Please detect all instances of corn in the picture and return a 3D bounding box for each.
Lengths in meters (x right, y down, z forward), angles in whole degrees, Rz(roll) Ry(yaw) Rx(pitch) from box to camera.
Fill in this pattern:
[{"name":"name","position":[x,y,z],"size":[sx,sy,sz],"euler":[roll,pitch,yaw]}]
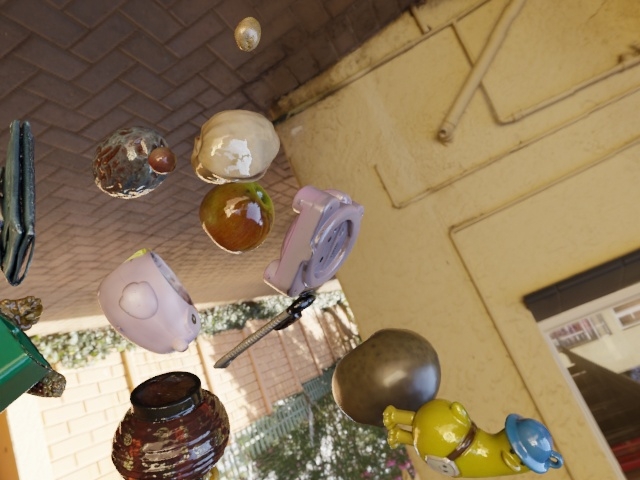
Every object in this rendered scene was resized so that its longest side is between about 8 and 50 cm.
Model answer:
[{"name":"corn","position":[-0.907,0.418,1.357],"size":[0.289,0.099,0.098],"euler":[9,170,11]}]

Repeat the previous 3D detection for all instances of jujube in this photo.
[{"name":"jujube","position":[-0.665,-0.278,1.555],"size":[0.307,0.247,0.215],"euler":[-26,136,30]}]

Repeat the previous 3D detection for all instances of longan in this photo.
[{"name":"longan","position":[0.203,0.423,1.376],"size":[0.349,0.289,0.288],"euler":[-28,165,10]}]

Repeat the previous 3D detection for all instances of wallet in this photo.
[{"name":"wallet","position":[-0.736,-0.091,1.060],"size":[0.075,0.343,0.237],"euler":[2,145,-39]}]

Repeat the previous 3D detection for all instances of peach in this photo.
[{"name":"peach","position":[-0.478,-0.239,1.334],"size":[0.083,0.083,0.083],"euler":[-22,166,-6]}]

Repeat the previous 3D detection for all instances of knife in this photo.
[{"name":"knife","position":[-0.145,0.241,1.126],"size":[0.365,0.043,0.089],"euler":[-39,158,22]}]

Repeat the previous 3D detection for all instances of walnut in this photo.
[{"name":"walnut","position":[-0.903,0.229,1.296],"size":[0.143,0.069,0.170],"euler":[-54,159,19]}]

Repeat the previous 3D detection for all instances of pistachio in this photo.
[{"name":"pistachio","position":[-0.253,-0.268,1.312],"size":[0.229,0.230,0.308],"euler":[-34,177,35]}]

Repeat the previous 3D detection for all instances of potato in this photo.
[{"name":"potato","position":[-0.183,-0.526,1.122],"size":[0.062,0.084,0.068],"euler":[3,155,8]}]

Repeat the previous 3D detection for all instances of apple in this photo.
[{"name":"apple","position":[-0.368,-0.115,1.990],"size":[0.339,0.340,0.340],"euler":[-22,166,-6]}]

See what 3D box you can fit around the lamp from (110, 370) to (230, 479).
[{"name":"lamp","position":[-0.303,0.402,0.905],"size":[0.246,0.247,0.247],"euler":[-22,166,-6]}]

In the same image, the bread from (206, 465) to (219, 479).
[{"name":"bread","position":[-0.292,0.576,1.035],"size":[0.084,0.119,0.178],"euler":[-61,168,-59]}]

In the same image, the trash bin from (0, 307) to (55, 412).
[{"name":"trash bin","position":[-0.917,0.383,1.114],"size":[0.381,0.259,0.295],"euler":[-38,168,-28]}]

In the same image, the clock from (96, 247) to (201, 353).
[{"name":"clock","position":[-0.613,0.248,1.607],"size":[0.250,0.377,0.368],"euler":[-38,-175,-10]}]

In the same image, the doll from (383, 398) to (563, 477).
[{"name":"doll","position":[0.319,0.435,0.954],"size":[0.362,0.200,0.145],"euler":[-3,-159,33]}]

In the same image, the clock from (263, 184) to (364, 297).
[{"name":"clock","position":[0.000,0.000,1.223],"size":[0.322,0.113,0.296],"euler":[-10,126,-64]}]
